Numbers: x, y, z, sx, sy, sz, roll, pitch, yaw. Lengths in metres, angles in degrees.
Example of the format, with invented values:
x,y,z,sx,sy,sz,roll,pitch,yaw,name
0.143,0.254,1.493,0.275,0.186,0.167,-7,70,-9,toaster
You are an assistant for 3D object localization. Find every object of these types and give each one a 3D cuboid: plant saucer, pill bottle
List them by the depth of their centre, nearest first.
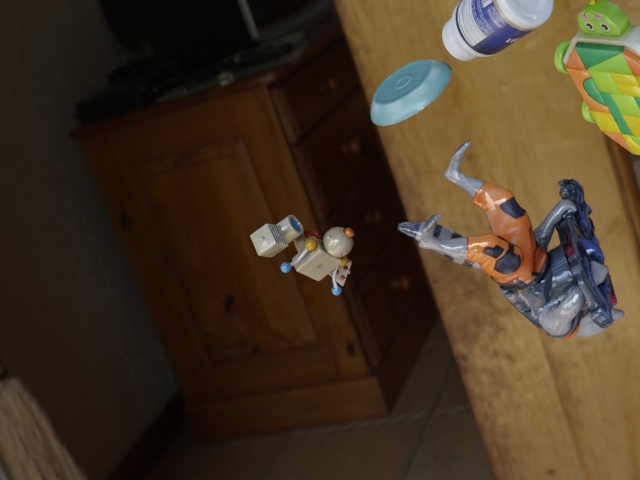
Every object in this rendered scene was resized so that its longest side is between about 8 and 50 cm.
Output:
x,y,z,sx,sy,sz,roll,pitch,yaw,name
0.108,-0.192,1.399,0.119,0.021,0.119,-30,29,18,plant saucer
0.248,-0.319,1.594,0.094,0.094,0.169,-29,1,-29,pill bottle

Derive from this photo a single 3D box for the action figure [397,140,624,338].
x,y,z,sx,sy,sz,roll,pitch,yaw,name
0.291,0.012,1.582,0.178,0.330,0.341,-46,11,27,action figure

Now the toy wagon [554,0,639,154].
x,y,z,sx,sy,sz,roll,pitch,yaw,name
0.492,-0.267,1.788,0.068,0.344,0.267,-49,33,-14,toy wagon

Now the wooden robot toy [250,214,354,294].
x,y,z,sx,sy,sz,roll,pitch,yaw,name
0.000,0.000,1.306,0.079,0.173,0.076,-36,51,26,wooden robot toy
